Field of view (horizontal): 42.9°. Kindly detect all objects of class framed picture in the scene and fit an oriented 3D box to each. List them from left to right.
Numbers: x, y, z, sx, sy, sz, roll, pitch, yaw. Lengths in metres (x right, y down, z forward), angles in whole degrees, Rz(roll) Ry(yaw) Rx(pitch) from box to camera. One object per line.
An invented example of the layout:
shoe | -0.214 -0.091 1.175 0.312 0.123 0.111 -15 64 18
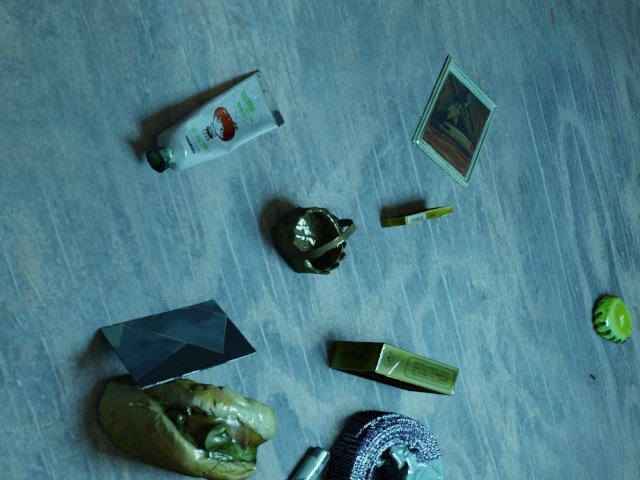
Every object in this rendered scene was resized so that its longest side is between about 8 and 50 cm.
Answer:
framed picture | 0.348 -0.297 2.049 0.216 0.016 0.273 36 65 -30

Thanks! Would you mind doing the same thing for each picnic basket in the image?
picnic basket | 0.000 0.000 1.653 0.128 0.178 0.138 -44 112 -31

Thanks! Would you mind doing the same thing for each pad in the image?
pad | -0.253 0.182 1.477 0.243 0.163 0.004 -13 133 -38

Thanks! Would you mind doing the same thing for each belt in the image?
belt | 0.141 0.533 1.754 0.260 0.122 0.325 11 80 -32

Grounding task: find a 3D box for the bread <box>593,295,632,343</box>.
bread | 0.838 0.229 2.343 0.139 0.071 0.130 33 64 -29

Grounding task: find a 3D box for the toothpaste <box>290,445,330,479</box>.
toothpaste | -0.061 0.523 1.653 0.239 0.039 0.062 -51 122 -26

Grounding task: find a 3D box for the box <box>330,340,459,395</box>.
box | 0.162 0.277 1.767 0.240 0.159 0.071 23 75 -35

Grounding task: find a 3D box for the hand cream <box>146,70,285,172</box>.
hand cream | -0.201 -0.224 1.601 0.336 0.076 0.121 -37 110 -40

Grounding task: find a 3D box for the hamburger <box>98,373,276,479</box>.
hamburger | -0.212 0.337 1.447 0.329 0.209 0.162 29 69 -30

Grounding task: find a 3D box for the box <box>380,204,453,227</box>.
box | 0.224 -0.055 1.889 0.156 0.089 0.022 -14 96 -39
